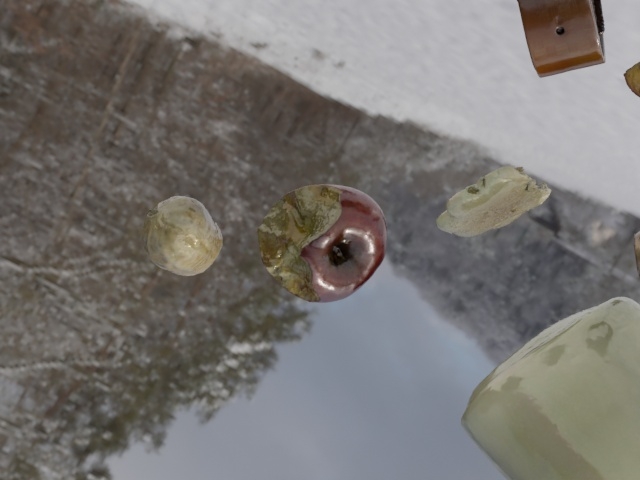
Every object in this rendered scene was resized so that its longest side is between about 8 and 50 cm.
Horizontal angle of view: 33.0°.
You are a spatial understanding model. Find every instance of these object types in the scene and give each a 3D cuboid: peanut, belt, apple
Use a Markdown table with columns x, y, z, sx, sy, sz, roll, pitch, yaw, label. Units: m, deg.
| x | y | z | sx | sy | sz | roll | pitch | yaw | label |
| --- | --- | --- | --- | --- | --- | --- | --- | --- | --- |
| -0.236 | -0.005 | 1.832 | 0.129 | 0.129 | 0.224 | 31 | 170 | 10 | peanut |
| 0.301 | -0.331 | 1.393 | 0.105 | 0.262 | 0.184 | -11 | 146 | 21 | belt |
| 0.004 | -0.001 | 1.439 | 0.147 | 0.156 | 0.158 | 0 | -163 | -31 | apple |

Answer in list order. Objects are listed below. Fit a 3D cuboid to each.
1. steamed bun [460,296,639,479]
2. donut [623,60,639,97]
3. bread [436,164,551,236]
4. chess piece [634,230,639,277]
| x | y | z | sx | sy | sz | roll | pitch | yaw | label |
| --- | --- | --- | --- | --- | --- | --- | --- | --- | --- |
| 0.471 | 0.285 | 1.695 | 0.371 | 0.290 | 0.456 | 49 | -152 | 17 | steamed bun |
| 0.848 | -0.392 | 2.501 | 0.151 | 0.112 | 0.295 | 68 | 159 | 9 | donut |
| 0.294 | -0.058 | 1.847 | 0.251 | 0.181 | 0.039 | 14 | -135 | -62 | bread |
| 0.474 | 0.025 | 1.544 | 0.038 | 0.084 | 0.083 | -11 | 165 | 25 | chess piece |
